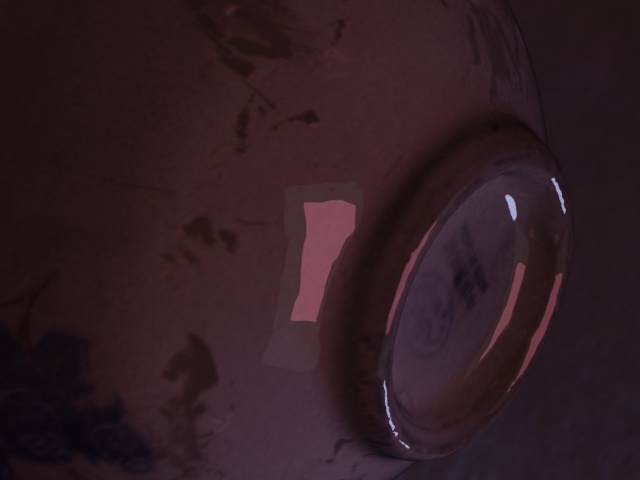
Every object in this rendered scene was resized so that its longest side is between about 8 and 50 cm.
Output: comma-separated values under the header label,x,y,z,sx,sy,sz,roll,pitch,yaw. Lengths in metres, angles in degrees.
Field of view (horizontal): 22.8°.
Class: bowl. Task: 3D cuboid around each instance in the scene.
label,x,y,z,sx,sy,sz,roll,pitch,yaw
bowl,0.000,0.000,0.564,0.313,0.146,0.313,-30,132,-39
